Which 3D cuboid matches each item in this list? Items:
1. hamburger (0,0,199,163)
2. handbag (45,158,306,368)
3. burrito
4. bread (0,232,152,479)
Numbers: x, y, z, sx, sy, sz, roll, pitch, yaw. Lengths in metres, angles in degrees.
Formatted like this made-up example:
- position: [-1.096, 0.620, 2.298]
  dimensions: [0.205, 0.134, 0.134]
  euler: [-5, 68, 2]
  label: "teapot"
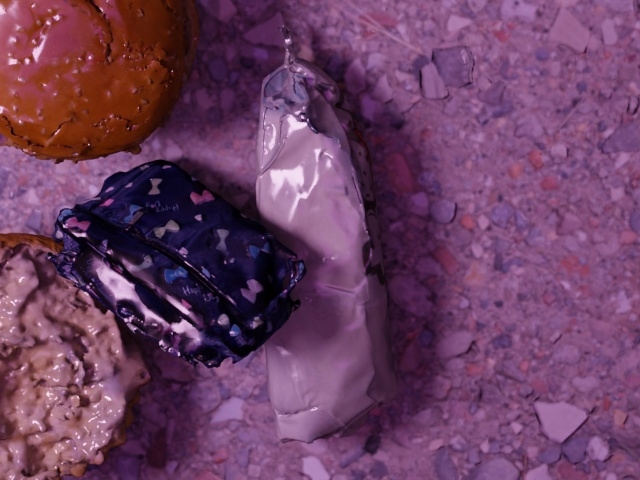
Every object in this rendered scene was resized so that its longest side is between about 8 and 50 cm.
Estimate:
- position: [-0.239, -0.193, 1.785]
  dimensions: [0.260, 0.211, 0.245]
  euler: [-36, 105, 5]
  label: "hamburger"
- position: [-0.145, 0.027, 1.815]
  dimensions: [0.260, 0.162, 0.113]
  euler: [34, 135, 24]
  label: "handbag"
- position: [0.000, 0.000, 1.869]
  dimensions: [0.139, 0.101, 0.445]
  euler: [1, 104, 18]
  label: "burrito"
- position: [-0.321, 0.126, 1.874]
  dimensions: [0.274, 0.149, 0.274]
  euler: [2, 85, -27]
  label: "bread"
